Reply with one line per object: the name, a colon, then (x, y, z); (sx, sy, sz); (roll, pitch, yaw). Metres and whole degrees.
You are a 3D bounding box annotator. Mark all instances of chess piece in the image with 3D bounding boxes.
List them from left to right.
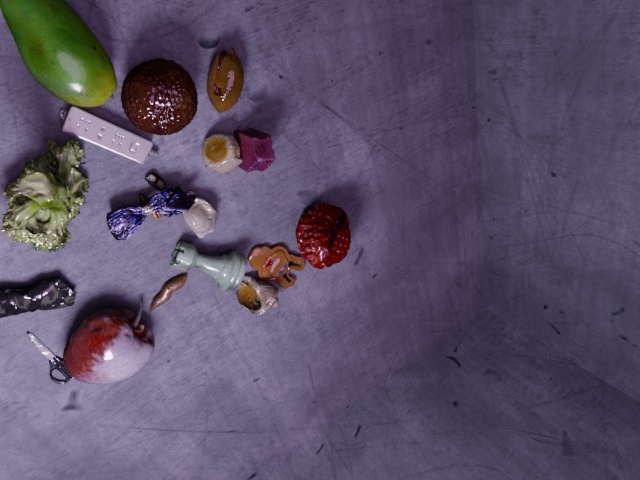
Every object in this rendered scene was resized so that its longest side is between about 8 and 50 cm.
chess piece: (-0.501, 0.105, 1.786); (0.299, 0.194, 0.194); (22, 99, -29)

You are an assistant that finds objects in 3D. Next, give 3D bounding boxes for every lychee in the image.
lychee: (-0.560, -0.499, 1.413); (0.261, 0.260, 0.260); (-14, 119, -27)

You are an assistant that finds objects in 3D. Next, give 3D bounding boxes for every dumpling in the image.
dumpling: (-0.511, -0.103, 1.709); (0.136, 0.118, 0.199); (-23, 128, -19)

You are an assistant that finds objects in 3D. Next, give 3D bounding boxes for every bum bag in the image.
bum bag: (-1.108, 0.220, 1.494); (0.341, 0.095, 0.144); (-7, 131, -29)

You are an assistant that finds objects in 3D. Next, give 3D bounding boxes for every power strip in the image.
power strip: (-0.756, -0.376, 1.456); (0.338, 0.058, 0.098); (22, 99, -39)

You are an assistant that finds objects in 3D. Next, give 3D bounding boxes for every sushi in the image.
sushi: (-0.659, -0.239, 1.605); (0.083, 0.044, 0.046); (45, 63, -41)

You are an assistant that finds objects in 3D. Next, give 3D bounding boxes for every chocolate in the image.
chocolate: (-0.659, -0.129, 1.569); (0.343, 0.148, 0.126); (-27, 164, -11)

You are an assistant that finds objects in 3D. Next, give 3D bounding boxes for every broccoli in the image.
broccoli: (-0.887, -0.114, 1.290); (0.275, 0.397, 0.353); (-10, 125, -28)

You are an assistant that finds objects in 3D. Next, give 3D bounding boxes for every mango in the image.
mango: (-0.805, -0.590, 1.232); (0.225, 0.201, 0.382); (-33, 124, -4)

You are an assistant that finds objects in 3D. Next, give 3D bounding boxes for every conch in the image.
conch: (-0.317, 0.269, 1.997); (0.245, 0.163, 0.178); (39, 70, -10)

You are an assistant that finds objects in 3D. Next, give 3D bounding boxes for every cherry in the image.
cherry: (-0.863, 0.441, 1.654); (0.326, 0.291, 0.335); (14, 123, -47)

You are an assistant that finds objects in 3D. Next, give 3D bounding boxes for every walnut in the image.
walnut: (-0.367, -0.617, 1.554); (0.137, 0.137, 0.245); (7, 111, -35)

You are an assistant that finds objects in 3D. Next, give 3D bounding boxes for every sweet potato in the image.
sweet potato: (-0.687, 0.231, 1.796); (0.218, 0.051, 0.065); (-44, 131, -8)

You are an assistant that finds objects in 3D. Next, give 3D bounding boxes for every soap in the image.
soap: (-0.270, -0.368, 1.653); (0.099, 0.250, 0.162); (-8, 114, -32)

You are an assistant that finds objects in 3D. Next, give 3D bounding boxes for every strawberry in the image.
strawberry: (0.000, 0.000, 1.950); (0.295, 0.345, 0.317); (30, 118, 1)

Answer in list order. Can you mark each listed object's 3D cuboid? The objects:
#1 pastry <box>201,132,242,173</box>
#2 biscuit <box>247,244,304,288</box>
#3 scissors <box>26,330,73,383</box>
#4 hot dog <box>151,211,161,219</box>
pastry: (-0.404, -0.357, 1.638); (0.165, 0.166, 0.088); (-65, 164, 9)
biscuit: (-0.226, 0.126, 2.050); (0.334, 0.047, 0.202); (31, 93, -38)
scissors: (-1.116, 0.481, 1.659); (0.109, 0.022, 0.300); (-31, 125, -22)
hot dog: (-0.680, -0.124, 1.650); (0.037, 0.021, 0.083); (-24, 124, -23)
